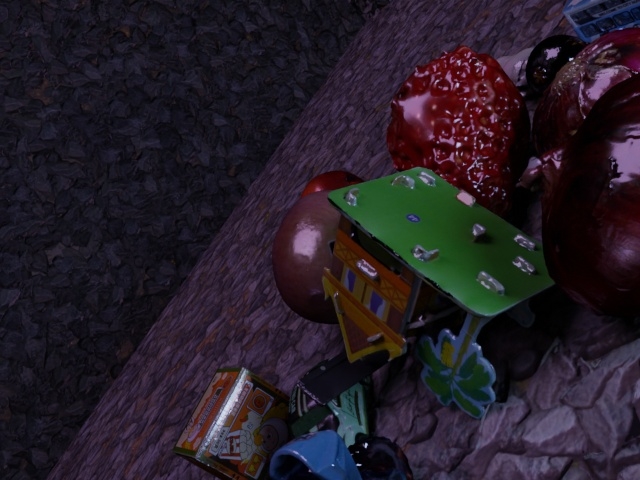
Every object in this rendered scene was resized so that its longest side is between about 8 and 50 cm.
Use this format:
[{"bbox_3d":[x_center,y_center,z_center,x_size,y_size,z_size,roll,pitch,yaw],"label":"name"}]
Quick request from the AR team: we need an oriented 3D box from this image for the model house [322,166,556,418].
[{"bbox_3d":[0.181,0.100,0.937,0.243,0.312,0.358,-22,44,-34],"label":"model house"}]

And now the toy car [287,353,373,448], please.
[{"bbox_3d":[0.010,0.317,1.028,0.136,0.125,0.306,-42,20,22],"label":"toy car"}]

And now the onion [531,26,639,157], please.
[{"bbox_3d":[0.453,-0.211,0.920,0.246,0.190,0.246,-52,0,0],"label":"onion"}]

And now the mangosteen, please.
[{"bbox_3d":[0.501,-0.360,1.194,0.151,0.137,0.137,-21,7,-25],"label":"mangosteen"}]

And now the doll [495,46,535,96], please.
[{"bbox_3d":[0.466,-0.391,1.343,0.149,0.095,0.192,-46,18,-6],"label":"doll"}]

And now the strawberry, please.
[{"bbox_3d":[0.283,-0.167,1.117,0.317,0.295,0.345,100,161,-52],"label":"strawberry"}]

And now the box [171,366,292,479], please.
[{"bbox_3d":[-0.162,0.389,1.189,0.148,0.177,0.194,-19,37,54],"label":"box"}]

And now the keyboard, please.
[{"bbox_3d":[0.063,0.222,1.036,0.231,0.023,0.072,-25,43,-37],"label":"keyboard"}]

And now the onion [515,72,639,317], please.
[{"bbox_3d":[0.367,-0.065,0.700,0.314,0.232,0.313,23,-90,-79],"label":"onion"}]

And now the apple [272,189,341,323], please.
[{"bbox_3d":[0.037,0.033,1.256,0.235,0.305,0.305,0,49,35],"label":"apple"}]

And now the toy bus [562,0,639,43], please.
[{"bbox_3d":[0.615,-0.457,1.082,0.106,0.131,0.297,-54,20,-15],"label":"toy bus"}]

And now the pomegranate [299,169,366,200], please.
[{"bbox_3d":[0.046,-0.070,1.530,0.210,0.210,0.235,-25,65,50],"label":"pomegranate"}]

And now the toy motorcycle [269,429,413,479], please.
[{"bbox_3d":[-0.002,0.416,0.718,0.172,0.232,0.416,-25,32,45],"label":"toy motorcycle"}]
